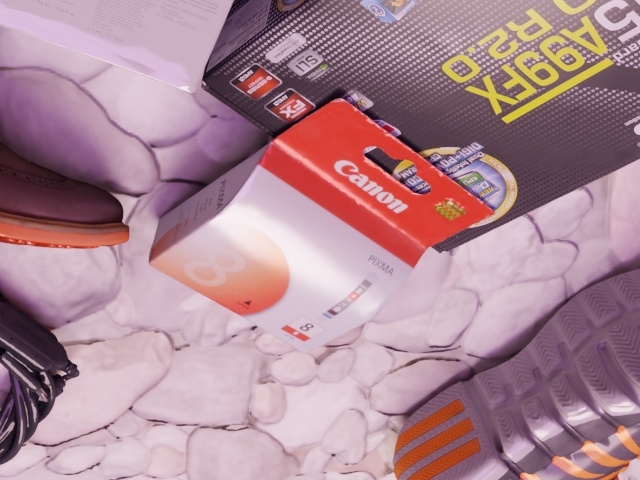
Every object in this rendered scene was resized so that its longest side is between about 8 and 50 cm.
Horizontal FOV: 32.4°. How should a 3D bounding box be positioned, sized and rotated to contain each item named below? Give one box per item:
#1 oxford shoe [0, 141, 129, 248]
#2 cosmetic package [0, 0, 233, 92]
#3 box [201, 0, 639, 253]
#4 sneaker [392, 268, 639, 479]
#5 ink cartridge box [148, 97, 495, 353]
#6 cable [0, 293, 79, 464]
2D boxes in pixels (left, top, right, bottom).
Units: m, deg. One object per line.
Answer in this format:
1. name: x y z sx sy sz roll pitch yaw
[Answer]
1. oxford shoe: -0.219 -0.059 0.626 0.271 0.096 0.098 20 80 -41
2. cosmetic package: -0.162 -0.169 0.593 0.239 0.060 0.099 17 116 -25
3. box: 0.098 -0.111 0.629 0.216 0.060 0.270 34 137 -30
4. sneaker: 0.228 0.146 0.877 0.321 0.125 0.180 -29 129 15
5. ink cartridge box: 0.000 0.000 0.710 0.145 0.045 0.179 33 137 -30
6. cable: -0.264 0.082 0.732 0.150 0.047 0.184 -38 126 14
